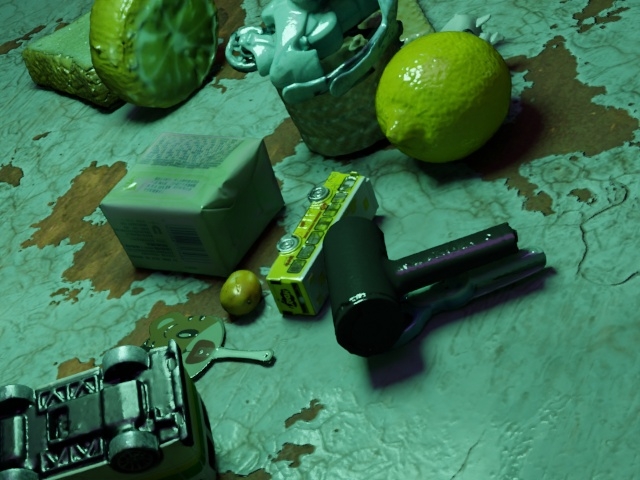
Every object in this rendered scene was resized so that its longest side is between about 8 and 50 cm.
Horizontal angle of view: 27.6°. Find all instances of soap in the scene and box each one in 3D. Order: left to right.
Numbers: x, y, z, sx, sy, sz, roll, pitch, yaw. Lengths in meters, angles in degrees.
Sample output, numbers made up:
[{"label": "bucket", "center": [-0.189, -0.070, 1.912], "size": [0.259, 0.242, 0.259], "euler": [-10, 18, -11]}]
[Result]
[{"label": "soap", "center": [-0.184, -0.056, 1.908], "size": [0.199, 0.138, 0.182], "euler": [5, 44, 33]}]

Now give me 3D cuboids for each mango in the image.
[{"label": "mango", "center": [-0.110, 0.068, 1.783], "size": [0.060, 0.046, 0.089], "euler": [-20, 30, 3]}]

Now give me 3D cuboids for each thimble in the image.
[{"label": "thimble", "center": [0.040, -0.246, 2.040], "size": [0.195, 0.148, 0.229], "euler": [-14, 34, 15]}]

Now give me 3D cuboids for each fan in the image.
[{"label": "fan", "center": [-0.157, 0.148, 1.734], "size": [0.226, 0.008, 0.152], "euler": [0, 39, 29]}]

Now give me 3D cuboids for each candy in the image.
[{"label": "candy", "center": [-0.289, -0.361, 2.274], "size": [0.118, 0.260, 0.260], "euler": [17, 50, 36]}]

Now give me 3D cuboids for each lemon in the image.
[{"label": "lemon", "center": [0.178, -0.209, 1.882], "size": [0.244, 0.187, 0.186], "euler": [-36, 37, -31]}]

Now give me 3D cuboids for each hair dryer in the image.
[{"label": "hair dryer", "center": [0.129, 0.033, 1.638], "size": [0.251, 0.089, 0.197], "euler": [-16, 34, 3]}]

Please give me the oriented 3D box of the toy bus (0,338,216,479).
[{"label": "toy bus", "center": [-0.279, 0.251, 1.514], "size": [0.305, 0.179, 0.143], "euler": [-18, 51, 5]}]

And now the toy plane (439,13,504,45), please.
[{"label": "toy plane", "center": [0.216, -0.301, 2.074], "size": [0.174, 0.080, 0.174], "euler": [-30, 23, 14]}]

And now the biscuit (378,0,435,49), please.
[{"label": "biscuit", "center": [0.071, -0.381, 2.286], "size": [0.217, 0.044, 0.325], "euler": [-22, 34, 2]}]

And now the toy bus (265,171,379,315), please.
[{"label": "toy bus", "center": [0.000, 0.000, 1.784], "size": [0.074, 0.081, 0.226], "euler": [4, 42, 30]}]

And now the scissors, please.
[{"label": "scissors", "center": [0.165, 0.063, 1.656], "size": [0.256, 0.030, 0.125], "euler": [-21, 35, 8]}]

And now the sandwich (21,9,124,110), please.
[{"label": "sandwich", "center": [-0.395, -0.361, 2.470], "size": [0.249, 0.095, 0.273], "euler": [-36, 36, -25]}]

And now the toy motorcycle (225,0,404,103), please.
[{"label": "toy motorcycle", "center": [0.003, -0.309, 1.906], "size": [0.260, 0.154, 0.206], "euler": [-44, 61, -13]}]
